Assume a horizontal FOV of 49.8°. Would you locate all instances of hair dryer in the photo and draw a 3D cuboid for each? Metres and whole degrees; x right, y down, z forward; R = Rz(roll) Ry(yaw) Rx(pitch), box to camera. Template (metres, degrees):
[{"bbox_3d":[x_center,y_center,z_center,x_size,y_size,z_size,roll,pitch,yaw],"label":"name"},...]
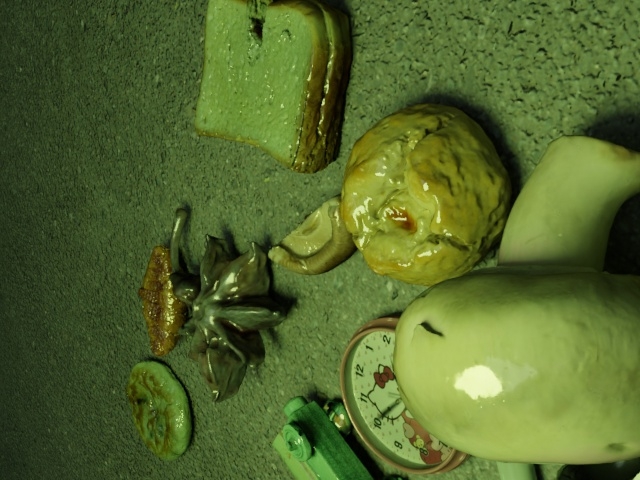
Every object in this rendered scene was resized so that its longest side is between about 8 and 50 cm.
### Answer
[{"bbox_3d":[0.289,0.280,0.878,0.137,0.047,0.081,-14,91,39],"label":"hair dryer"}]

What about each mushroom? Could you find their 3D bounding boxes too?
[{"bbox_3d":[0.001,0.000,1.070,0.210,0.072,0.094,-40,70,47],"label":"mushroom"},{"bbox_3d":[0.257,0.102,0.707,0.315,0.356,0.315,54,175,6],"label":"mushroom"}]

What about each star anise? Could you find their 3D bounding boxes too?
[{"bbox_3d":[-0.165,0.106,1.241,0.316,0.139,0.359,-5,81,38],"label":"star anise"}]

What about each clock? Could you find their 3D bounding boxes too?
[{"bbox_3d":[0.127,0.228,1.014,0.244,0.056,0.244,16,114,41],"label":"clock"}]

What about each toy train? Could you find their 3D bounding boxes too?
[{"bbox_3d":[0.026,0.393,1.130,0.285,0.116,0.177,48,142,24],"label":"toy train"}]

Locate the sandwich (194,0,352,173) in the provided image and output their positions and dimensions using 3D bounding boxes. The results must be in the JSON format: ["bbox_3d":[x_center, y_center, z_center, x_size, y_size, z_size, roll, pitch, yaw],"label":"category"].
[{"bbox_3d":[-0.076,-0.255,1.069,0.273,0.095,0.248,25,113,40],"label":"sandwich"}]

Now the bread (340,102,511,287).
[{"bbox_3d":[0.121,-0.056,0.894,0.245,0.134,0.244,14,111,39],"label":"bread"}]

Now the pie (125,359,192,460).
[{"bbox_3d":[-0.363,0.379,1.543,0.241,0.054,0.240,15,110,45],"label":"pie"}]

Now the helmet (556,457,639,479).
[{"bbox_3d":[0.343,0.279,0.741,0.107,0.177,0.153,45,112,1],"label":"helmet"}]

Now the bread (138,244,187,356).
[{"bbox_3d":[-0.316,0.121,1.415,0.105,0.076,0.232,7,98,32],"label":"bread"}]
